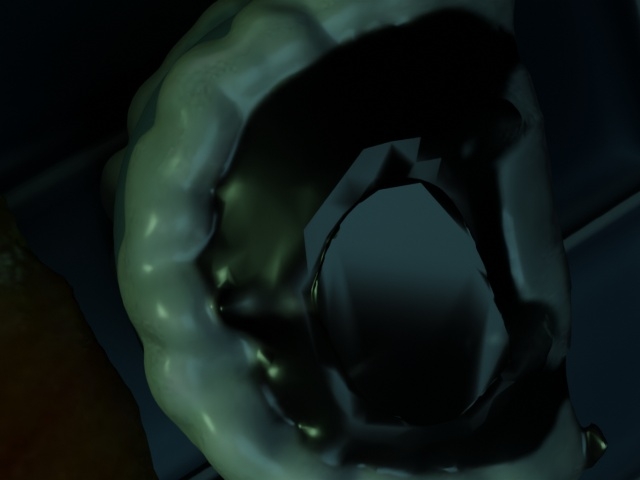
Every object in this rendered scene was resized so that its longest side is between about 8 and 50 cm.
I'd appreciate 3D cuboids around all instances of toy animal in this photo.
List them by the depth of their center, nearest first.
[{"bbox_3d":[0.000,0.000,0.561,0.156,0.204,0.208,-10,98,-11],"label":"toy animal"}]

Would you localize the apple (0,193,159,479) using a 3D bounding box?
[{"bbox_3d":[-0.154,0.152,0.563,0.254,0.179,0.346,9,111,7],"label":"apple"}]
